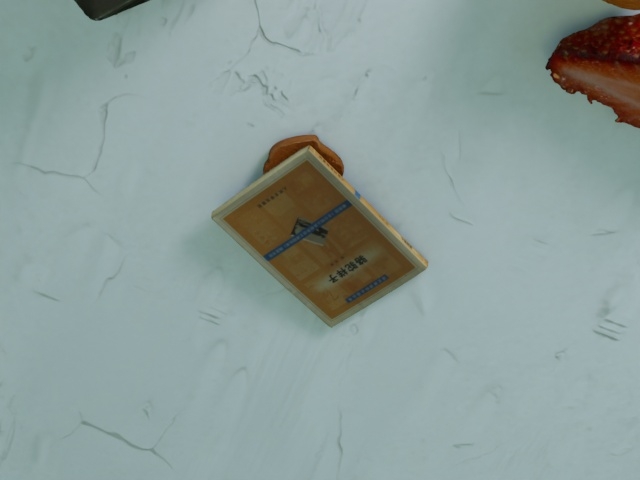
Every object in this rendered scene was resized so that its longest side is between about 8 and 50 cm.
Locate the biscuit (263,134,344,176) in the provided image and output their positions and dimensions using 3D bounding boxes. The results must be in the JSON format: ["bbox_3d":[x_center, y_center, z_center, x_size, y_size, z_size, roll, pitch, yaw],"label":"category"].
[{"bbox_3d":[-0.023,-0.076,1.573,0.102,0.019,0.130,5,124,0],"label":"biscuit"}]

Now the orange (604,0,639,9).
[{"bbox_3d":[0.324,-0.337,1.276,0.161,0.193,0.193,17,123,14],"label":"orange"}]

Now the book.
[{"bbox_3d":[0.000,0.001,1.601,0.170,0.018,0.242,-33,120,25],"label":"book"}]

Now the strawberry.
[{"bbox_3d":[0.396,-0.198,1.409,0.236,0.106,0.175,32,156,-12],"label":"strawberry"}]

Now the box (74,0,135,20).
[{"bbox_3d":[-0.168,-0.346,1.273,0.221,0.290,0.166,-24,102,20],"label":"box"}]
